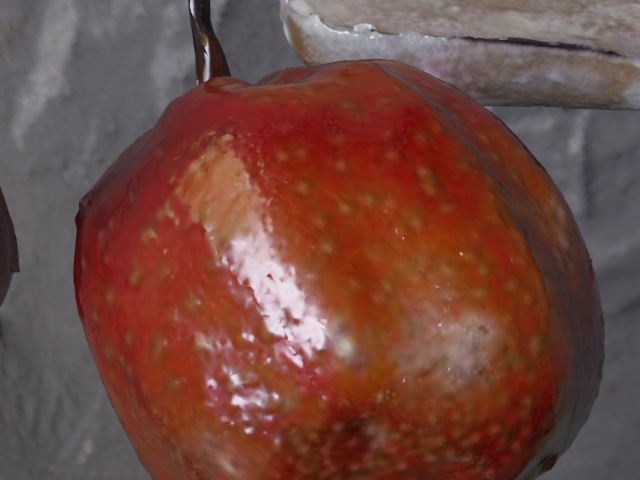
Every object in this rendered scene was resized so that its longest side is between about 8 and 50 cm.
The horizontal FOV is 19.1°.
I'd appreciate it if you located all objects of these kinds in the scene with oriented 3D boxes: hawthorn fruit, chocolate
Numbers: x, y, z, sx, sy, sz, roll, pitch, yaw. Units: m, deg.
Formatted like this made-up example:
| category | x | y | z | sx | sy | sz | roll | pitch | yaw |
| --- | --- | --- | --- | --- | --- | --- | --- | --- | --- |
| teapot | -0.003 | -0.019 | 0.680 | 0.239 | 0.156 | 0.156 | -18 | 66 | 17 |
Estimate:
| category | x | y | z | sx | sy | sz | roll | pitch | yaw |
| --- | --- | --- | --- | --- | --- | --- | --- | --- | --- |
| hawthorn fruit | 0.000 | 0.000 | 0.943 | 0.254 | 0.254 | 0.300 | -17 | 90 | -17 |
| chocolate | 0.119 | -0.154 | 1.366 | 0.303 | 0.185 | 0.100 | 3 | 123 | -1 |

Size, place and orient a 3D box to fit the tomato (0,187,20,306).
| category | x | y | z | sx | sy | sz | roll | pitch | yaw |
| --- | --- | --- | --- | --- | --- | --- | --- | --- | --- |
| tomato | -0.320 | 0.013 | 1.326 | 0.225 | 0.085 | 0.225 | -3 | 116 | -7 |
